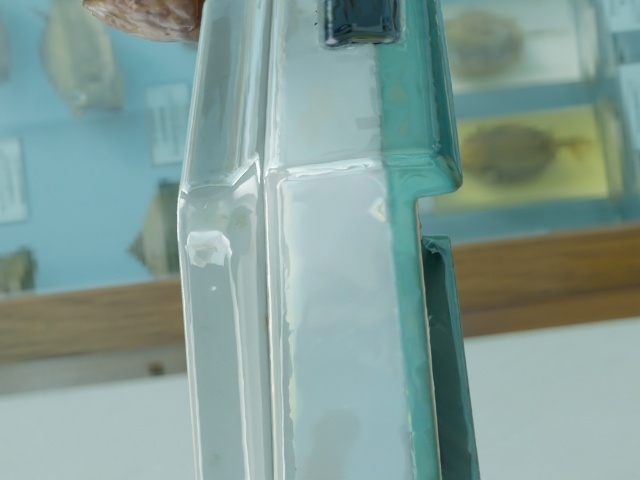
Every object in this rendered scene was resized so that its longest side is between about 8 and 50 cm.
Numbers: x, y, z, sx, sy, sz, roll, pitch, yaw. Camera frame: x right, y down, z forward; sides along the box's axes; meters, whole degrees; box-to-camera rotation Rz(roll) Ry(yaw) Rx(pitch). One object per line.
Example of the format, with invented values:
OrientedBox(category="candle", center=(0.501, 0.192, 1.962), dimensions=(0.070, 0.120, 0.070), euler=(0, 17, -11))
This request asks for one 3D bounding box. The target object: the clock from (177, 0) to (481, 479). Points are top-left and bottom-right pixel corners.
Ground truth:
OrientedBox(category="clock", center=(0.000, 0.000, 0.653), dimensions=(0.262, 0.116, 0.231), euler=(-92, -4, -56))

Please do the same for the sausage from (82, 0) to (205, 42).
OrientedBox(category="sausage", center=(0.005, -0.213, 0.926), dimensions=(0.102, 0.330, 0.102), euler=(39, 153, 24))
